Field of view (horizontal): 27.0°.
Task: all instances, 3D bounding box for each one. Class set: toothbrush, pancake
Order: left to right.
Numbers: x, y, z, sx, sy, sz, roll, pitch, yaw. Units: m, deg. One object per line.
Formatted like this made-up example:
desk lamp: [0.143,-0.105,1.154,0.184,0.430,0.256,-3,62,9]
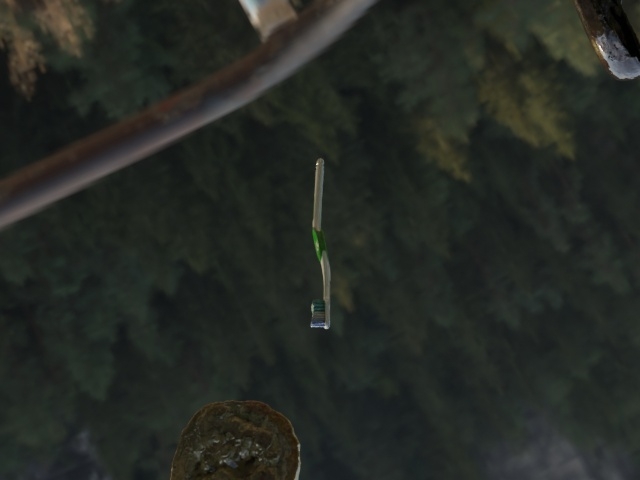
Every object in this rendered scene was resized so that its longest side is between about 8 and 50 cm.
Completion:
pancake: [-0.092,0.250,1.455,0.158,0.158,0.028,-30,158,6]
toothbrush: [0.002,0.000,1.973,0.030,0.304,0.030,1,144,0]

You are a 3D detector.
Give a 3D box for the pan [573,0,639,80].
pan: [0.246,-0.211,1.135,0.040,0.115,0.212,-20,-156,27]
